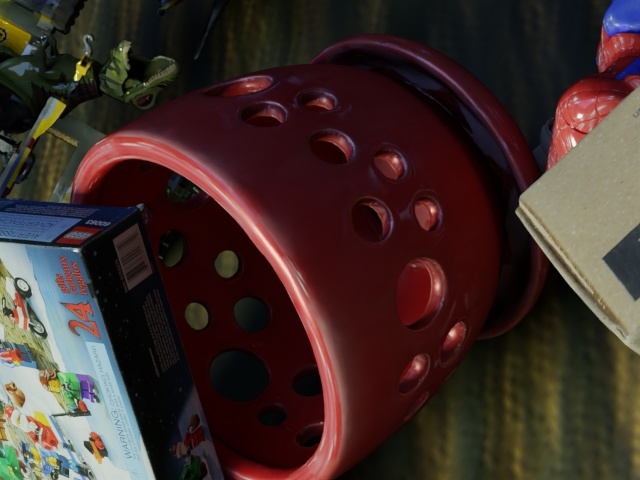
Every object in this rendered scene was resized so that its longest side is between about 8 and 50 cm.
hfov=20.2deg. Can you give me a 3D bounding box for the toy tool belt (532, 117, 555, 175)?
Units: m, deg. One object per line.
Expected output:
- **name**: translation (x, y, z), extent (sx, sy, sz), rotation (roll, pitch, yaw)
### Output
- **toy tool belt**: translation (0.144, -0.039, 0.883), extent (0.051, 0.052, 0.083), rotation (-59, 42, 11)

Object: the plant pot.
- **plant pot**: translation (0.000, 0.000, 0.865), extent (0.174, 0.191, 0.191), rotation (-35, 30, -34)

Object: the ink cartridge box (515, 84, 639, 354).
- **ink cartridge box**: translation (0.219, -0.006, 0.654), extent (0.193, 0.235, 0.088), rotation (-46, 42, 13)

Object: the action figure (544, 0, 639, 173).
- **action figure**: translation (0.184, -0.093, 0.841), extent (0.139, 0.091, 0.280), rotation (14, 55, 10)

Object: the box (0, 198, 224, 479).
- **box**: translation (-0.127, 0.092, 0.882), extent (0.159, 0.233, 0.044), rotation (4, 29, 38)

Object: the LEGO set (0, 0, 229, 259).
- **LEGO set**: translation (-0.123, -0.094, 1.039), extent (0.331, 0.192, 0.255), rotation (-63, 5, -14)
